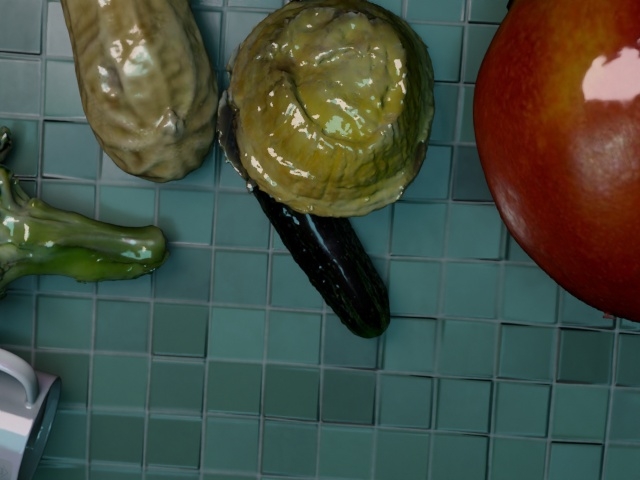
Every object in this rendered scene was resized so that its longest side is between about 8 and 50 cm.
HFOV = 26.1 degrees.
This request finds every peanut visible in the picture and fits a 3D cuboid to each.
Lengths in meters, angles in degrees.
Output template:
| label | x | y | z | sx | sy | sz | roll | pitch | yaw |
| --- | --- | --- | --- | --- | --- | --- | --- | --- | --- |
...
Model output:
| label | x | y | z | sx | sy | sz | roll | pitch | yaw |
| --- | --- | --- | --- | --- | --- | --- | --- | --- | --- |
| peanut | -0.184 | -0.217 | 1.365 | 0.140 | 0.153 | 0.325 | -10 | 104 | -3 |

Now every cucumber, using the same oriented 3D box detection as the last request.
| label | x | y | z | sx | sy | sz | roll | pitch | yaw |
| --- | --- | --- | --- | --- | --- | --- | --- | --- | --- |
| cucumber | 0.000 | 0.000 | 1.432 | 0.074 | 0.074 | 0.241 | -31 | 98 | 5 |

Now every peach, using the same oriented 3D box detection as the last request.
| label | x | y | z | sx | sy | sz | roll | pitch | yaw |
| --- | --- | --- | --- | --- | --- | --- | --- | --- | --- |
| peach | 0.320 | -0.106 | 1.280 | 0.370 | 0.370 | 0.370 | 0 | 98 | 1 |

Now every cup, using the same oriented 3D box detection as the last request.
| label | x | y | z | sx | sy | sz | roll | pitch | yaw |
| --- | --- | --- | --- | --- | --- | --- | --- | --- | --- |
| cup | -0.357 | 0.179 | 1.411 | 0.142 | 0.173 | 0.134 | 18 | 77 | -1 |

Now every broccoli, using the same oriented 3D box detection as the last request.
| label | x | y | z | sx | sy | sz | roll | pitch | yaw |
| --- | --- | --- | --- | --- | --- | --- | --- | --- | --- |
| broccoli | -0.311 | -0.018 | 1.424 | 0.274 | 0.177 | 0.198 | -15 | 61 | -25 |

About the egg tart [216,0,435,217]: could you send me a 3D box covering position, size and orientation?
| label | x | y | z | sx | sy | sz | roll | pitch | yaw |
| --- | --- | --- | --- | --- | --- | --- | --- | --- | --- |
| egg tart | 0.017 | -0.143 | 1.369 | 0.252 | 0.098 | 0.232 | -42 | 85 | -18 |
